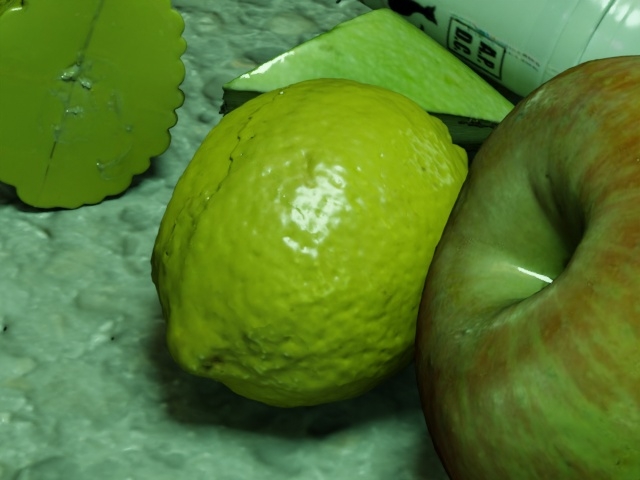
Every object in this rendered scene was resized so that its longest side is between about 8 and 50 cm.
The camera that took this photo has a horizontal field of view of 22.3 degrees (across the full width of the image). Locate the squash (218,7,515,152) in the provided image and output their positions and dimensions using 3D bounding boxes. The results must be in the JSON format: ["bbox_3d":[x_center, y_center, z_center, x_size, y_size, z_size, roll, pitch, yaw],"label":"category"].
[{"bbox_3d":[0.049,-0.087,1.218,0.204,0.155,0.237,-33,-1,-2],"label":"squash"}]

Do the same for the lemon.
[{"bbox_3d":[0.000,0.000,1.053,0.204,0.204,0.260,25,50,28],"label":"lemon"}]

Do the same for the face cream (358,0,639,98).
[{"bbox_3d":[0.194,-0.165,1.213,0.369,0.145,0.145,33,44,20],"label":"face cream"}]

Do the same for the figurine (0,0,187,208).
[{"bbox_3d":[-0.230,-0.176,1.328,0.168,0.187,0.315,-14,30,-16],"label":"figurine"}]

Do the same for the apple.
[{"bbox_3d":[0.205,0.061,0.912,0.301,0.302,0.301,2,35,-1],"label":"apple"}]

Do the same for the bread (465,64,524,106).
[{"bbox_3d":[0.211,-0.187,1.382,0.260,0.158,0.156,19,27,21],"label":"bread"}]
